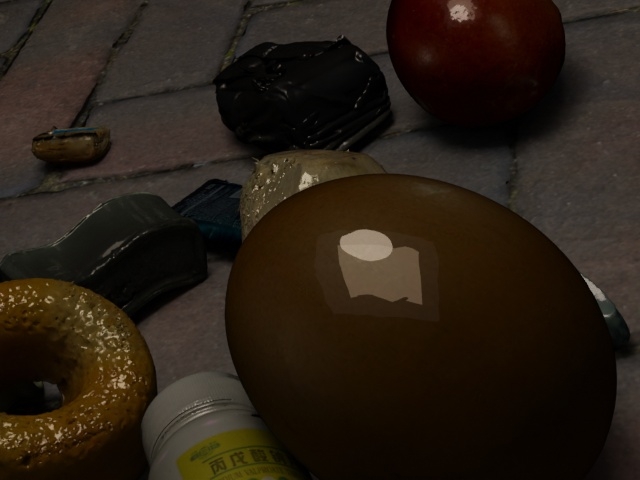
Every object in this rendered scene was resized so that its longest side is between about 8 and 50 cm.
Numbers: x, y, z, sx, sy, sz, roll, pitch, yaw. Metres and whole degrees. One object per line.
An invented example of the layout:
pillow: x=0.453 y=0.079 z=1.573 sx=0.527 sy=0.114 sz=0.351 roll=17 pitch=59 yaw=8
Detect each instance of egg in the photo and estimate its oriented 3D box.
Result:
egg: x=0.083 y=0.090 z=1.114 sx=0.351 sy=0.282 sz=0.282 roll=30 pitch=54 yaw=17

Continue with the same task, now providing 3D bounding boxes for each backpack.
backpack: x=-0.042 y=-0.201 z=1.740 sx=0.206 sy=0.133 sz=0.258 roll=-35 pitch=30 yaw=-25

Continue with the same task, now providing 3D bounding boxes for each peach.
peach: x=0.197 y=-0.244 z=1.612 sx=0.243 sy=0.199 sz=0.243 roll=18 pitch=39 yaw=-15

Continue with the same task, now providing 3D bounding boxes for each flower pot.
flower pot: x=-0.252 y=0.033 z=1.521 sx=0.229 sy=0.103 sz=0.108 roll=-30 pitch=37 yaw=-24

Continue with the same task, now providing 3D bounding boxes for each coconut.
coconut: x=0.003 y=0.000 z=1.391 sx=0.194 sy=0.194 sz=0.194 roll=-13 pitch=35 yaw=10

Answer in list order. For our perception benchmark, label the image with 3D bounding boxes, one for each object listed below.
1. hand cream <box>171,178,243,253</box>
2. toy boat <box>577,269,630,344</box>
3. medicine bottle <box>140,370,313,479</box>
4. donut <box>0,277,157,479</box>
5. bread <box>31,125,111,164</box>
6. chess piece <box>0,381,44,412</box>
hand cream: x=-0.100 y=-0.028 z=1.590 sx=0.120 sy=0.061 sz=0.270 roll=-39 pitch=34 yaw=-27
toy boat: x=0.199 y=0.078 z=1.294 sx=0.207 sy=0.079 sz=0.134 roll=30 pitch=65 yaw=35
medicine bottle: x=-0.072 y=0.236 z=1.139 sx=0.143 sy=0.143 sz=0.258 roll=-25 pitch=34 yaw=-7
donut: x=-0.290 y=0.148 z=1.290 sx=0.277 sy=0.108 sz=0.277 roll=9 pitch=48 yaw=-10
bread: x=-0.359 y=-0.136 z=1.864 sx=0.106 sy=0.053 sz=0.072 roll=-5 pitch=14 yaw=17
chess piece: x=-0.450 y=0.169 z=1.433 sx=0.251 sy=0.144 sz=0.144 roll=-30 pitch=36 yaw=-6
